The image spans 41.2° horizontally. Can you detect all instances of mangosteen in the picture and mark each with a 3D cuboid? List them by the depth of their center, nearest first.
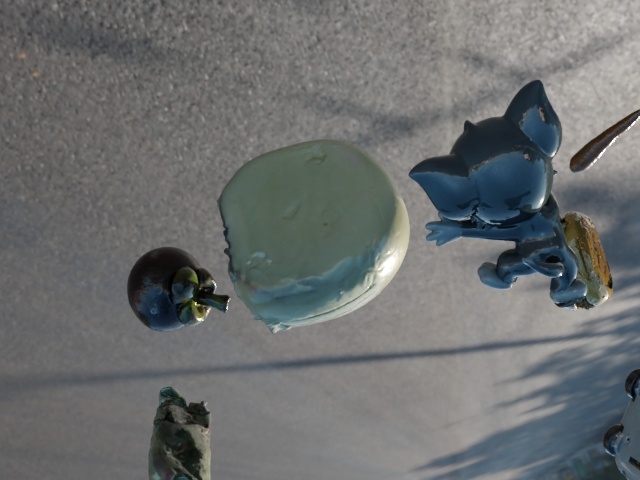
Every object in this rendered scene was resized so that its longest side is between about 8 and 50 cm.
[{"bbox_3d":[-0.280,0.090,1.625,0.173,0.172,0.184,-1,168,-41],"label":"mangosteen"}]

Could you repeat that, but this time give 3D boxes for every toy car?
[{"bbox_3d":[0.710,0.375,1.664,0.213,0.270,0.180,12,-170,-23],"label":"toy car"}]

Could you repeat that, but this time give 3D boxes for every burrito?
[{"bbox_3d":[-0.203,0.301,1.223,0.096,0.309,0.066,24,101,-15],"label":"burrito"}]

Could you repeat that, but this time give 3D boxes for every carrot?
[{"bbox_3d":[0.671,-0.237,1.995,0.216,0.048,0.048,-45,151,24],"label":"carrot"}]

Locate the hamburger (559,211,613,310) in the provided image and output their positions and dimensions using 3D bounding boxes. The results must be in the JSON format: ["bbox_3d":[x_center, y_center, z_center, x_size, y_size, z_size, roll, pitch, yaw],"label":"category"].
[{"bbox_3d":[0.523,0.042,1.751,0.108,0.213,0.214,-21,161,27],"label":"hamburger"}]

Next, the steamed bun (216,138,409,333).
[{"bbox_3d":[0.000,0.000,1.456,0.312,0.333,0.233,-11,146,9],"label":"steamed bun"}]

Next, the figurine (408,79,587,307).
[{"bbox_3d":[0.225,-0.027,1.022,0.193,0.265,0.140,-26,180,1],"label":"figurine"}]
